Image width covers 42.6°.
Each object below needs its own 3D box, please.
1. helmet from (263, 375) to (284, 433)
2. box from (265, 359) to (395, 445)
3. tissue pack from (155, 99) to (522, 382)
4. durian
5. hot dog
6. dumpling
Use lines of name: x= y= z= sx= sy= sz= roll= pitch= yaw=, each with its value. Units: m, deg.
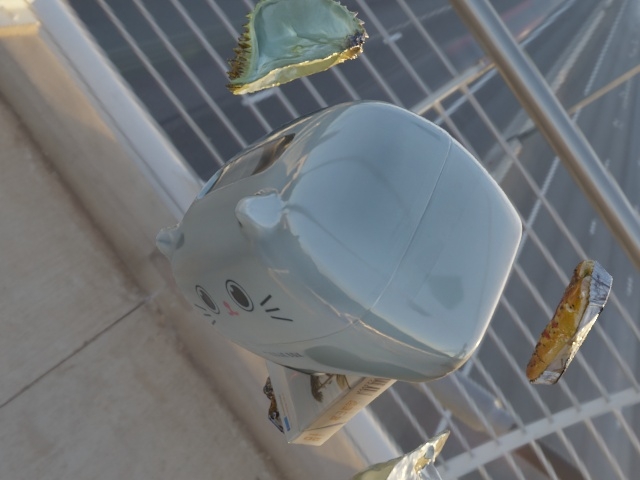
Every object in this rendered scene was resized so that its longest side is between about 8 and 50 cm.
helmet: x=-0.042 y=0.266 z=1.352 sx=0.098 sy=0.070 sz=0.123 roll=53 pitch=17 yaw=-38
box: x=0.023 y=0.163 z=1.136 sx=0.067 sy=0.233 sz=0.149 roll=18 pitch=39 yaw=-36
tissue pack: x=0.000 y=0.000 z=0.791 sx=0.236 sy=0.333 sz=0.229 roll=36 pitch=68 yaw=-21
durian: x=-0.045 y=-0.272 z=1.197 sx=0.252 sy=0.144 sz=0.139 roll=-15 pitch=42 yaw=-31
hot dog: x=0.430 y=0.152 z=1.439 sx=0.069 sy=0.252 sz=0.131 roll=26 pitch=24 yaw=10
dumpling: x=0.098 y=0.321 z=0.966 sx=0.175 sy=0.243 sz=0.227 roll=42 pitch=64 yaw=-6
